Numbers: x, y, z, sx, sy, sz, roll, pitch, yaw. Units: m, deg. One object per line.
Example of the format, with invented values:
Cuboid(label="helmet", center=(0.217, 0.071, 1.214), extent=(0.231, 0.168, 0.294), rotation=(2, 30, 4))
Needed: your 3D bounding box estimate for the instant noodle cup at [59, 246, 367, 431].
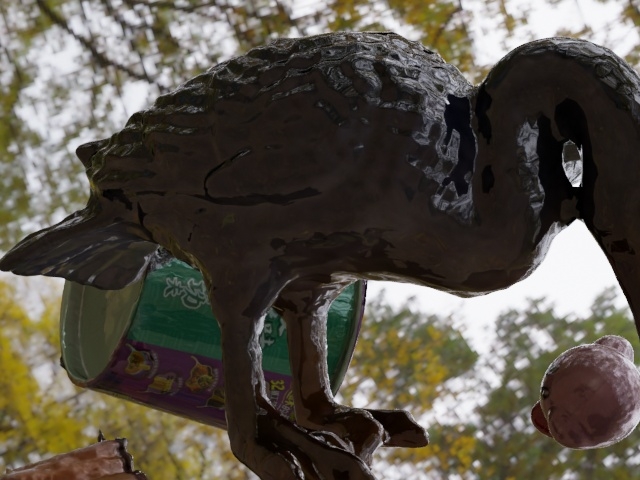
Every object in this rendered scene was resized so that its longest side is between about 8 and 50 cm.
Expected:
Cuboid(label="instant noodle cup", center=(-0.105, 0.047, 1.106), extent=(0.251, 0.190, 0.251), rotation=(-34, -131, 50))

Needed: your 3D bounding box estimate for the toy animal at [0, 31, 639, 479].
Cuboid(label="toy animal", center=(0.000, 0.000, 0.527), extent=(0.298, 0.122, 0.185), rotation=(11, -81, 33))

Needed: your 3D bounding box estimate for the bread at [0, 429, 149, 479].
Cuboid(label="bread", center=(-0.173, 0.262, 0.919), extent=(0.244, 0.123, 0.190), rotation=(67, -32, 24))

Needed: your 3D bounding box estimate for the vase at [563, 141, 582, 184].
Cuboid(label="vase", center=(0.276, -0.121, 1.524), extent=(0.251, 0.301, 0.156), rotation=(0, -72, 33))

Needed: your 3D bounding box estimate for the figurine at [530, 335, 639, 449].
Cuboid(label="figurine", center=(0.179, 0.100, 0.828), extent=(0.067, 0.083, 0.071), rotation=(30, -7, 14))
